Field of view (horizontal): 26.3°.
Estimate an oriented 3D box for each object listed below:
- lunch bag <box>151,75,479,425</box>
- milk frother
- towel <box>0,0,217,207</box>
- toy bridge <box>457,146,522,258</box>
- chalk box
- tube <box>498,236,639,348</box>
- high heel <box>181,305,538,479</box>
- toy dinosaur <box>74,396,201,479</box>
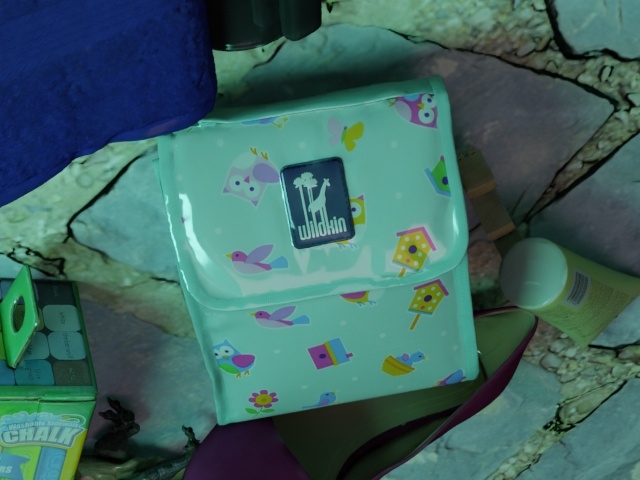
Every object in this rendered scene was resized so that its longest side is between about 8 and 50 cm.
[{"bbox_3d":[0.000,0.000,1.044,0.223,0.160,0.262,-9,133,-1],"label":"lunch bag"},{"bbox_3d":[-0.025,-0.210,0.888,0.143,0.129,0.135,-50,150,-34],"label":"milk frother"},{"bbox_3d":[-0.176,-0.153,0.780,0.227,0.076,0.308,-27,147,-20],"label":"towel"},{"bbox_3d":[0.138,-0.032,1.131,0.026,0.063,0.188,-27,153,7],"label":"toy bridge"},{"bbox_3d":[-0.258,0.115,1.085,0.132,0.132,0.213,2,131,-22],"label":"chalk box"},{"bbox_3d":[0.229,0.050,1.225,0.070,0.062,0.240,-6,166,29],"label":"tube"},{"bbox_3d":[0.039,0.136,1.141,0.181,0.127,0.377,-44,169,32],"label":"high heel"},{"bbox_3d":[-0.170,0.206,1.263,0.268,0.064,0.118,7,137,-29],"label":"toy dinosaur"}]
